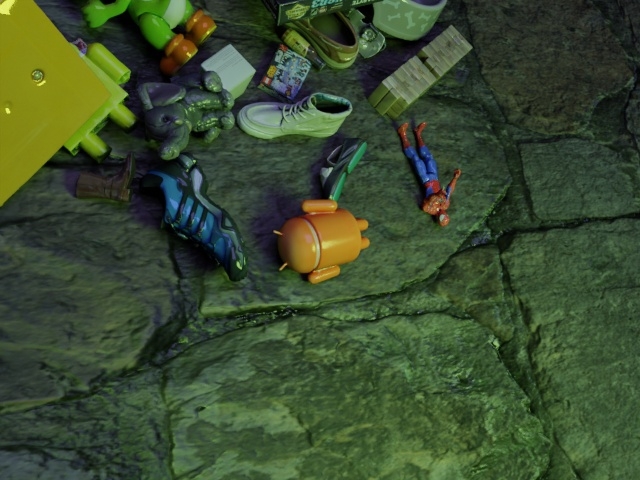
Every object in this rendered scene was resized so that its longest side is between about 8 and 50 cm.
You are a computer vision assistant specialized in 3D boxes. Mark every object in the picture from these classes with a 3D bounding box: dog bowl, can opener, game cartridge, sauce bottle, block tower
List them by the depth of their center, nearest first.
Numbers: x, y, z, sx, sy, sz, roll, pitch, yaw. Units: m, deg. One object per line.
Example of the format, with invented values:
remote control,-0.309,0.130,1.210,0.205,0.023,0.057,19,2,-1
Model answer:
game cartridge,-0.568,-0.246,1.221,0.053,0.285,0.323,34,76,33
sauce bottle,-0.040,-0.479,1.728,0.128,0.042,0.042,40,58,-3
can opener,0.062,-0.603,1.825,0.283,0.076,0.095,46,26,-2
block tower,0.268,-0.446,1.835,0.091,0.097,0.335,48,60,-1
dog bowl,0.198,-0.712,1.865,0.349,0.102,0.348,18,54,-26

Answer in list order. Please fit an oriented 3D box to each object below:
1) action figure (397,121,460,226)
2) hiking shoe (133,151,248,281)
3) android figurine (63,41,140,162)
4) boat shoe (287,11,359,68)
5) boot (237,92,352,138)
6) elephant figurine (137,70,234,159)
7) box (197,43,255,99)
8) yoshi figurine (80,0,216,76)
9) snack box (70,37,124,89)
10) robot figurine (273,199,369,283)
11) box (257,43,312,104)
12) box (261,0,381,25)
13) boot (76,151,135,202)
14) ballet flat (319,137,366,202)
action figure,0.285,-0.177,1.712,0.092,0.139,0.280,-9,76,-27
hiking shoe,-0.260,-0.031,1.418,0.132,0.113,0.304,-28,75,-21
android figurine,-0.508,-0.291,1.390,0.273,0.056,0.248,44,79,-4
boat shoe,-0.020,-0.577,1.721,0.324,0.116,0.123,42,75,-4
boot,-0.056,-0.302,1.601,0.259,0.123,0.095,-5,72,-27
elephant figurine,-0.309,-0.262,1.434,0.239,0.186,0.169,-34,103,-40
box,-0.221,-0.366,1.562,0.087,0.101,0.102,45,60,-3
yoshi figurine,-0.426,-0.535,1.524,0.203,0.203,0.362,-44,110,7
snack box,-0.502,-0.348,1.457,0.141,0.037,0.100,47,60,-2
robot figurine,0.000,-0.002,1.505,0.220,0.158,0.128,-13,54,-29
box,-0.086,-0.406,1.686,0.094,0.027,0.137,28,61,-12
box,-0.029,-0.669,1.669,0.296,0.073,0.293,-21,65,-18
boot,-0.433,-0.131,1.379,0.114,0.037,0.106,7,86,1
ballet flat,0.040,-0.166,1.632,0.074,0.074,0.203,33,66,-10
